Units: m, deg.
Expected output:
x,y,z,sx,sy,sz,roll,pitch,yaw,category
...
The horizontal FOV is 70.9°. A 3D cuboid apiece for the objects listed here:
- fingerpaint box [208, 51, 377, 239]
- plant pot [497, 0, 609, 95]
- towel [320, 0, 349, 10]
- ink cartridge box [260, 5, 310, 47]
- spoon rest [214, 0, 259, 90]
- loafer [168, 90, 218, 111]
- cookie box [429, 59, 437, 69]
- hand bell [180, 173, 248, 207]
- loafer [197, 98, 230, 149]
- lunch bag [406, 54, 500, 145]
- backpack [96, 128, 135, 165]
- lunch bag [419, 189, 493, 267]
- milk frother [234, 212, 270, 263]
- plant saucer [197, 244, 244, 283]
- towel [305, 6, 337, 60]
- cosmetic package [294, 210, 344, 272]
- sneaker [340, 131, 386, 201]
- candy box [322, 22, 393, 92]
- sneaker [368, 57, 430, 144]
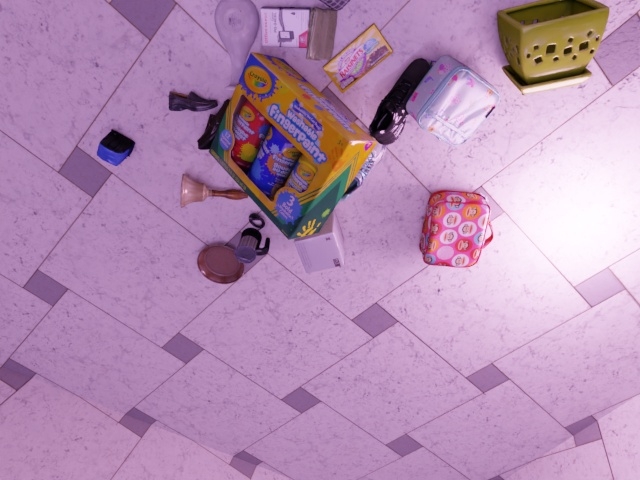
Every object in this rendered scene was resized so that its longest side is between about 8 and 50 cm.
x,y,z,sx,sy,sz,roll,pitch,yaw,category
-0.108,-0.290,1.393,0.445,0.163,0.371,47,123,20,fingerpaint box
0.648,-0.556,1.291,0.228,0.227,0.207,-9,127,9,plant pot
0.044,-0.783,1.178,0.235,0.121,0.284,3,136,-49,towel
-0.106,-0.648,1.367,0.150,0.063,0.109,2,123,1,ink cartridge box
-0.265,-0.612,1.404,0.137,0.084,0.277,6,109,-2,spoon rest
-0.429,-0.468,1.505,0.169,0.062,0.061,0,118,2,loafer
0.383,-0.510,1.438,0.091,0.040,0.107,10,122,-2,cookie box
-0.392,-0.175,1.679,0.241,0.126,0.126,4,123,-14,hand bell
-0.352,-0.397,1.545,0.220,0.080,0.078,-38,82,23,loafer
0.412,-0.417,1.394,0.279,0.108,0.224,13,124,-41,lunch bag
-0.724,-0.314,1.583,0.097,0.120,0.101,24,120,-12,backpack
0.518,-0.038,1.681,0.258,0.120,0.293,4,122,0,lunch bag
-0.270,-0.011,1.738,0.129,0.135,0.143,-15,120,12,milk frother
-0.412,0.093,1.871,0.198,0.036,0.199,2,123,3,plant saucer
0.005,-0.623,1.361,0.027,0.110,0.148,32,127,35,towel
0.000,0.000,1.699,0.151,0.184,0.151,-13,120,12,cosmetic package
0.141,-0.247,1.568,0.110,0.122,0.283,29,116,-13,sneaker
0.117,-0.573,1.423,0.205,0.027,0.105,-34,111,22,candy box
0.250,-0.436,1.411,0.109,0.130,0.286,35,107,23,sneaker
